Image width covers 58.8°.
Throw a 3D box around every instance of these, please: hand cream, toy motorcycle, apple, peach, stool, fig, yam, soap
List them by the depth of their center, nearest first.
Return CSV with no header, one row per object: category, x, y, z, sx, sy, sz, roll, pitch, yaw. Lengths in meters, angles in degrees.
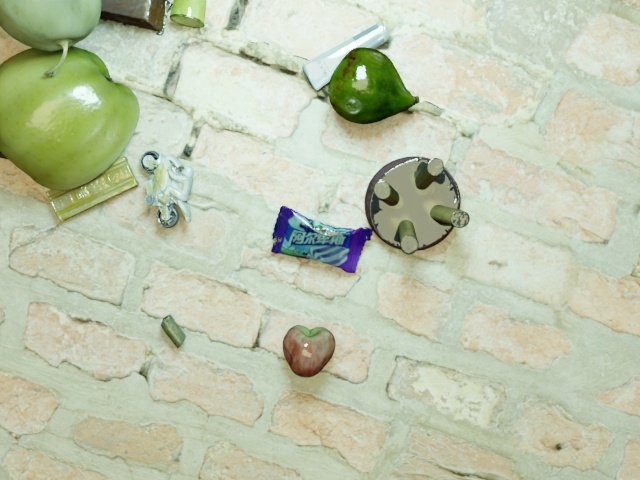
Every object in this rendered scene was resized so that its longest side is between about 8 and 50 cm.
fig,0.146,-0.398,1.501,0.244,0.195,0.196,17,96,1
apple,-0.702,-0.352,1.531,0.360,0.312,0.320,-39,135,-1
stool,0.259,-0.096,1.539,0.271,0.178,0.272,0,95,1
hand cream,0.071,-0.511,1.558,0.255,0.048,0.079,-31,97,4
toy motorcycle,-0.416,-0.154,1.585,0.151,0.074,0.229,-18,87,7
soap,-0.644,-0.145,1.602,0.251,0.037,0.092,-25,95,3
peach,-0.037,0.315,1.615,0.151,0.152,0.152,0,96,0
yam,-0.426,0.262,1.645,0.043,0.043,0.094,-36,97,3

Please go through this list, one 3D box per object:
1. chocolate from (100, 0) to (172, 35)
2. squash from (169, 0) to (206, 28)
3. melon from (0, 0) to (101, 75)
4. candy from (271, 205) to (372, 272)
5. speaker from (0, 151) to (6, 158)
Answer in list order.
chocolate,-0.570,-0.646,1.511,0.320,0.112,0.112,13,99,-1
squash,-0.352,-0.693,1.527,0.094,0.094,0.225,3,90,-1
melon,-0.662,-0.598,1.341,0.271,0.272,0.308,-42,102,4
candy,0.000,0.000,1.607,0.275,0.070,0.145,15,104,-4
speaker,-0.829,-0.240,1.589,0.190,0.040,0.046,12,95,-1
